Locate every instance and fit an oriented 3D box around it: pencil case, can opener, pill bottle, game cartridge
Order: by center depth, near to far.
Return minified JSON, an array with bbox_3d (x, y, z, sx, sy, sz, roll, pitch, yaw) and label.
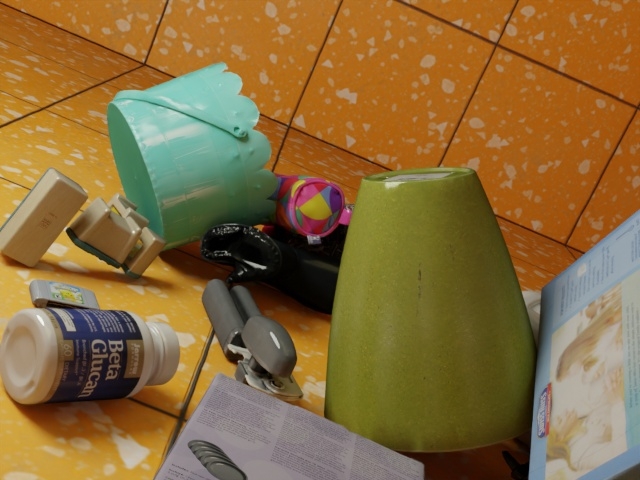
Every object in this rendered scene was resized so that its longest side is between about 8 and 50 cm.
[{"bbox_3d":[-0.232,0.118,0.921,0.169,0.094,0.094,6,24,-47],"label":"pill bottle"},{"bbox_3d":[-0.316,0.071,1.103,0.083,0.017,0.056,15,14,-30],"label":"game cartridge"},{"bbox_3d":[-0.085,0.111,1.159,0.076,0.095,0.283,17,17,-26],"label":"can opener"},{"bbox_3d":[-0.045,-0.059,1.442,0.104,0.104,0.236,16,2,-27],"label":"pencil case"}]

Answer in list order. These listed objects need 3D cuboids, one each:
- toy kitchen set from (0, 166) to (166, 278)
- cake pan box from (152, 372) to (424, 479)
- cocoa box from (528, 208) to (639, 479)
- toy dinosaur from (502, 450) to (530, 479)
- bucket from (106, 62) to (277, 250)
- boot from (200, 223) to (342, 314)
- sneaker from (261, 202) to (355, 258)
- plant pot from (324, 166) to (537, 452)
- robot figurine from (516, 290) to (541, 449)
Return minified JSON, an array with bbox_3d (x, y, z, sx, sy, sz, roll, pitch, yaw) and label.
[{"bbox_3d":[-0.344,-0.022,1.247,0.207,0.122,0.166,38,3,-41],"label":"toy kitchen set"},{"bbox_3d":[-0.019,0.248,0.861,0.267,0.070,0.246,24,18,-1],"label":"cake pan box"},{"bbox_3d":[0.383,0.163,0.951,0.228,0.231,0.347,30,43,-11],"label":"cocoa box"},{"bbox_3d":[0.323,0.312,1.030,0.322,0.164,0.218,39,21,-36],"label":"toy dinosaur"},{"bbox_3d":[-0.205,-0.125,1.380,0.183,0.281,0.281,-20,35,-21],"label":"bucket"},{"bbox_3d":[-0.046,0.048,1.354,0.246,0.094,0.207,21,0,12],"label":"boot"},{"bbox_3d":[0.000,0.000,1.518,0.112,0.121,0.299,7,-11,-28],"label":"sneaker"},{"bbox_3d":[0.130,0.064,1.082,0.274,0.294,0.275,-4,10,1],"label":"plant pot"},{"bbox_3d":[0.341,0.205,1.284,0.353,0.200,0.300,37,-19,37],"label":"robot figurine"}]
